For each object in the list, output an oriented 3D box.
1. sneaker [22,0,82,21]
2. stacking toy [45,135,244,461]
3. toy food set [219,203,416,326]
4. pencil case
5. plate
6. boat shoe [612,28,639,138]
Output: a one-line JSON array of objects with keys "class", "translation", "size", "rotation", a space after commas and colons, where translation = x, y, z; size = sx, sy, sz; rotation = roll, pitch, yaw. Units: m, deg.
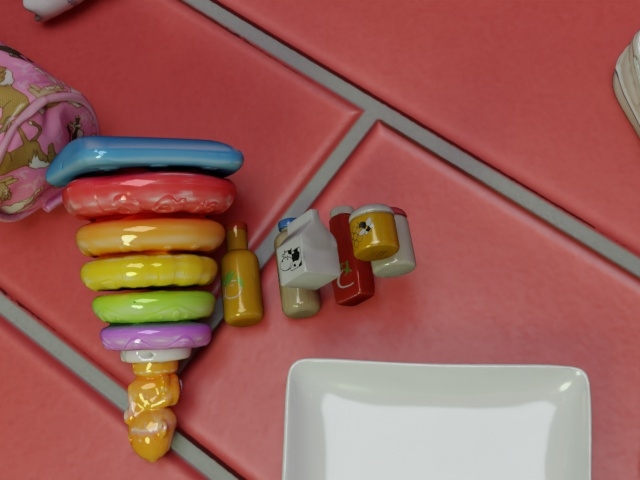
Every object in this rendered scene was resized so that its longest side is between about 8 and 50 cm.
[{"class": "sneaker", "translation": [-0.356, -0.379, 1.098], "size": [0.129, 0.111, 0.297], "rotation": [-38, 69, -2]}, {"class": "stacking toy", "translation": [-0.159, 0.057, 0.900], "size": [0.165, 0.175, 0.302], "rotation": [0, 85, -29]}, {"class": "toy food set", "translation": [0.000, 0.000, 0.891], "size": [0.111, 0.232, 0.105], "rotation": [7, 64, -35]}, {"class": "pencil case", "translation": [-0.413, -0.176, 0.993], "size": [0.386, 0.167, 0.160], "rotation": [35, 98, 17]}, {"class": "plate", "translation": [0.101, 0.247, 0.845], "size": [0.277, 0.045, 0.277], "rotation": [1, 71, 7]}, {"class": "boat shoe", "translation": [0.366, -0.095, 0.919], "size": [0.095, 0.084, 0.258], "rotation": [-28, 69, -4]}]
